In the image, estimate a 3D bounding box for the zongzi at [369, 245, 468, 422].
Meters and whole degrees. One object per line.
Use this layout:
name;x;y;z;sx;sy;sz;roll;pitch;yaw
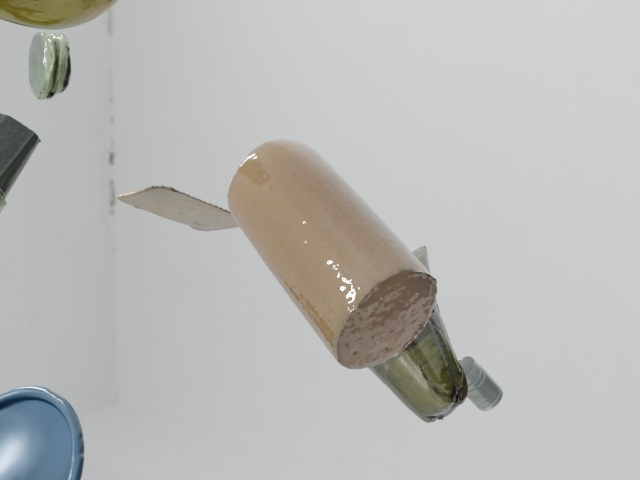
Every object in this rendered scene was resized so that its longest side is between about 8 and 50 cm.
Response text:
zongzi;0.187;0.144;1.440;0.300;0.286;0.138;-32;-22;-42

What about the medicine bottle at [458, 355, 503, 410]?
medicine bottle;0.282;0.259;1.477;0.091;0.058;0.058;47;-132;-20

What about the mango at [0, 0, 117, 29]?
mango;-0.312;-0.276;0.801;0.237;0.137;0.091;5;-119;-30

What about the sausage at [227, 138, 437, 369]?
sausage;0.000;0.000;0.832;0.123;0.253;0.123;-24;-38;-21

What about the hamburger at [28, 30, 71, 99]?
hamburger;-0.556;-0.360;1.672;0.062;0.133;0.140;-3;-93;-37

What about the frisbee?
frisbee;-0.468;0.362;1.227;0.049;0.289;0.289;52;-129;-50

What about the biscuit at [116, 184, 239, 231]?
biscuit;-0.278;-0.062;1.684;0.232;0.237;0.013;22;-106;-34

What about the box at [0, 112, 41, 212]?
box;-0.679;-0.122;1.649;0.138;0.274;0.178;36;-127;-19
